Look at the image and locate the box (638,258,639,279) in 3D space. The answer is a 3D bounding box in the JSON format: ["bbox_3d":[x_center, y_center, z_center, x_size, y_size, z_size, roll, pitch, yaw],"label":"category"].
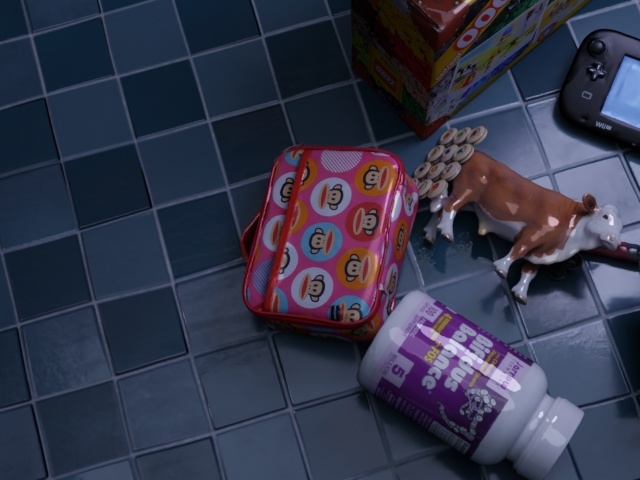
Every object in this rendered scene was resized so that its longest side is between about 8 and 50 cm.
[{"bbox_3d":[0.538,0.111,1.629,0.145,0.038,0.186,-1,73,1],"label":"box"}]

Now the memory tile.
[{"bbox_3d":[0.192,-0.123,1.790,0.012,0.113,0.148,43,74,-23],"label":"memory tile"}]

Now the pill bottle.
[{"bbox_3d":[0.217,0.215,1.637,0.302,0.169,0.169,32,75,12],"label":"pill bottle"}]

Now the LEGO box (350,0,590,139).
[{"bbox_3d":[0.287,-0.441,1.750,0.500,0.372,0.193,-40,75,-10],"label":"LEGO box"}]

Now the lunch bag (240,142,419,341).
[{"bbox_3d":[0.000,0.000,1.737,0.258,0.120,0.293,5,71,22],"label":"lunch bag"}]

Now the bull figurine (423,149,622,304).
[{"bbox_3d":[0.303,-0.025,1.730,0.310,0.101,0.188,33,75,32],"label":"bull figurine"}]

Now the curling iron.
[{"bbox_3d":[0.471,0.031,1.758,0.274,0.035,0.068,2,68,4],"label":"curling iron"}]

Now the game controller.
[{"bbox_3d":[0.547,-0.215,1.814,0.319,0.067,0.166,23,84,10],"label":"game controller"}]
